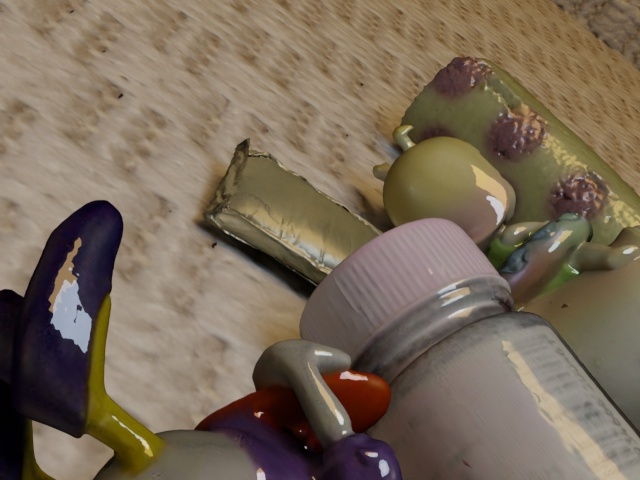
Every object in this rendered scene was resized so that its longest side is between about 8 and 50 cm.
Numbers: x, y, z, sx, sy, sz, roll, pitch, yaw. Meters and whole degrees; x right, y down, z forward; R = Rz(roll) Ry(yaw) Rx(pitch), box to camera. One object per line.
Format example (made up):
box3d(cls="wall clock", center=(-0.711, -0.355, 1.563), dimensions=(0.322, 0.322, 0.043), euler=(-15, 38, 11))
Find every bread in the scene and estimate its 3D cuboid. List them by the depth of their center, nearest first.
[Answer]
box3d(cls="bread", center=(0.256, -0.061, 1.219), dimensions=(0.338, 0.155, 0.187), euler=(48, 19, 21))

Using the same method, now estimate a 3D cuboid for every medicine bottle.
box3d(cls="medicine bottle", center=(0.115, 0.129, 0.723), dimensions=(0.165, 0.165, 0.273), euler=(6, 40, -49))

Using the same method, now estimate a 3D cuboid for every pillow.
box3d(cls="pillow", center=(0.000, 0.000, 0.895), dimensions=(0.208, 0.053, 0.119), euler=(35, 30, -11))

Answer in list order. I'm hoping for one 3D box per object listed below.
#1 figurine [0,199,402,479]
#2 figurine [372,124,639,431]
box3d(cls="figurine", center=(-0.011, 0.155, 0.529), dimensions=(0.421, 0.154, 0.193), euler=(28, 33, -20))
box3d(cls="figurine", center=(0.193, 0.038, 0.986), dimensions=(0.394, 0.226, 0.274), euler=(43, 55, 17))
